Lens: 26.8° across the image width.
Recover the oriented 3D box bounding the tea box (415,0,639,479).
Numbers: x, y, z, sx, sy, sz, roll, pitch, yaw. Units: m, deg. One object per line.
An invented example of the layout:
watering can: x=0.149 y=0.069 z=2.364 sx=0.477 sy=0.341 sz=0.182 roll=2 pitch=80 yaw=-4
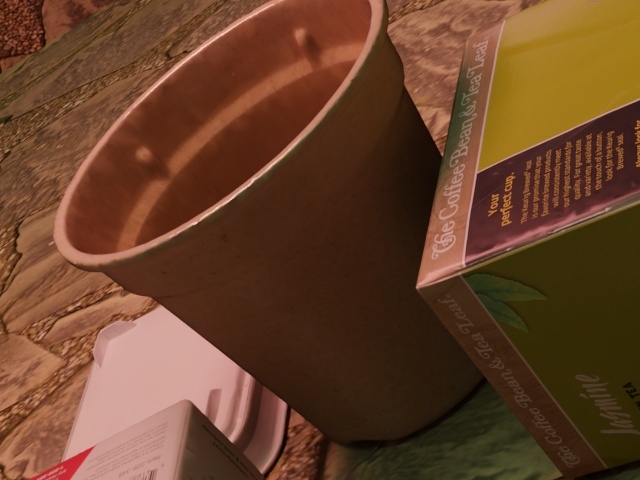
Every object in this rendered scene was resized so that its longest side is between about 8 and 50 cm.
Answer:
tea box: x=0.274 y=-0.052 z=0.974 sx=0.323 sy=0.220 sz=0.329 roll=-22 pitch=31 yaw=30

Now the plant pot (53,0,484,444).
plant pot: x=0.000 y=0.000 z=1.148 sx=0.334 sy=0.305 sz=0.334 roll=-31 pitch=28 yaw=18

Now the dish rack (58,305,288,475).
dish rack: x=-0.156 y=0.154 z=1.378 sx=0.285 sy=0.072 sz=0.333 roll=-27 pitch=30 yaw=23

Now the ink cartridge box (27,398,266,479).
ink cartridge box: x=-0.177 y=0.309 z=1.096 sx=0.226 sy=0.131 sz=0.306 roll=-27 pitch=31 yaw=23
